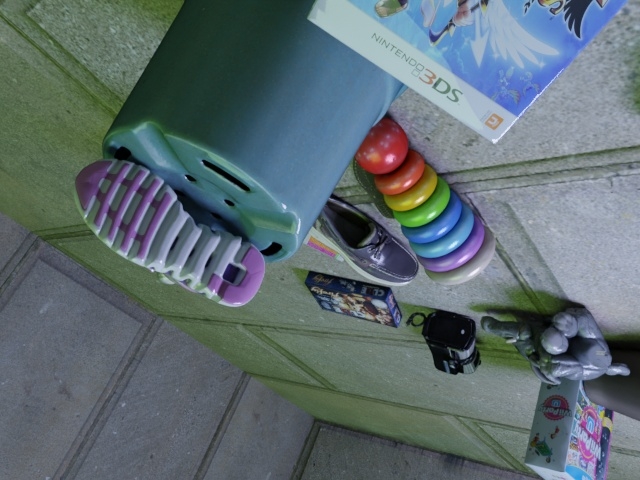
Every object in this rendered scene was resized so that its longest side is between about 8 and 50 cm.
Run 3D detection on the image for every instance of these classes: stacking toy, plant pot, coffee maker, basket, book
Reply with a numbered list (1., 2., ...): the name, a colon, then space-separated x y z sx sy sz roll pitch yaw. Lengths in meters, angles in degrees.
1. stacking toy: 0.163 -0.070 0.936 0.141 0.141 0.330 -7 135 48
2. plant pot: -0.079 -0.174 0.704 0.341 0.334 0.341 19 153 11
3. coffee maker: 0.334 0.265 1.451 0.171 0.120 0.178 36 163 35
4. basket: 0.690 0.304 1.141 0.227 0.204 0.154 2 120 56
5. book: 0.000 0.000 1.308 0.144 0.035 0.096 26 157 -2

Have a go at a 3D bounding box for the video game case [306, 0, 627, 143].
1. video game case: 0.159 -0.262 0.515 0.244 0.061 0.269 29 126 -12

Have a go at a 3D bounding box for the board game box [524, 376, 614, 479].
1. board game box: 0.588 0.414 1.268 0.097 0.303 0.224 -6 141 47

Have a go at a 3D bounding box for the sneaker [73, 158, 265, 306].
1. sneaker: -0.183 0.000 0.641 0.236 0.095 0.104 38 159 -27

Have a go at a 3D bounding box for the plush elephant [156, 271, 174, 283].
1. plush elephant: -0.224 -0.072 1.117 0.330 0.271 0.255 -6 166 -2

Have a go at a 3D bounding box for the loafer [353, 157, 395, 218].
1. loafer: 0.107 -0.108 0.997 0.056 0.050 0.148 -4 127 39

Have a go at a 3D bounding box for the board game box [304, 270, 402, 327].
1. board game box: 0.093 0.164 1.523 0.243 0.042 0.165 10 151 27

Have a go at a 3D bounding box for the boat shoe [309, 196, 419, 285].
1. boat shoe: 0.091 0.001 1.155 0.285 0.103 0.092 34 158 -6

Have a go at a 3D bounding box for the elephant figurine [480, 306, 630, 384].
1. elephant figurine: 0.500 0.228 1.208 0.169 0.186 0.239 -16 172 -15
